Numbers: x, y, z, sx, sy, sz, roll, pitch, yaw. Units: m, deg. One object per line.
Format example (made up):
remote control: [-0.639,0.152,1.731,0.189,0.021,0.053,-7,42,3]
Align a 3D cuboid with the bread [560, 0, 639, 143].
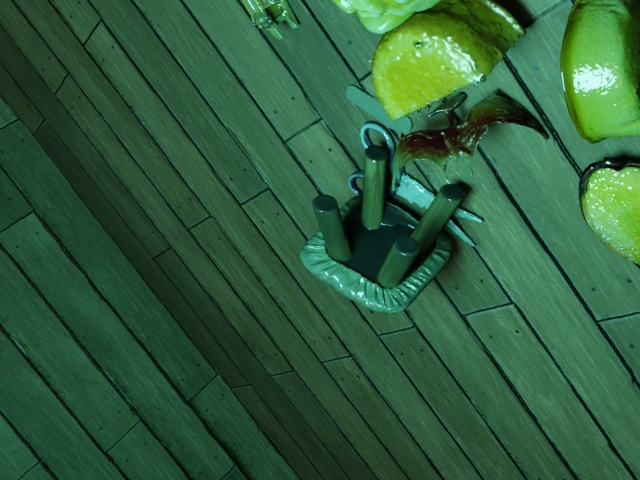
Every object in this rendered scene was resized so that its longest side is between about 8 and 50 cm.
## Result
bread: [0.492,-0.300,1.303,0.148,0.270,0.270,1,124,40]

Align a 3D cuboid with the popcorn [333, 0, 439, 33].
popcorn: [0.100,-0.567,1.415,0.292,0.334,0.293,-15,149,15]

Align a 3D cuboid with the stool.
stool: [0.143,-0.031,1.846,0.310,0.310,0.226,28,141,21]

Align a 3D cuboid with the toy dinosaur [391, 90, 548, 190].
toy dinosaur: [0.287,-0.196,1.671,0.113,0.327,0.207,37,-165,-48]

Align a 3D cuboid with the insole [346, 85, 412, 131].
insole: [0.140,-0.314,1.873,0.192,0.010,0.063,35,142,18]

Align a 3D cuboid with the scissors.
scissors: [0.236,-0.115,1.949,0.383,0.029,0.256,36,144,15]

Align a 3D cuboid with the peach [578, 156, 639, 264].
peach: [0.635,-0.055,1.551,0.189,0.068,0.279,-25,102,46]

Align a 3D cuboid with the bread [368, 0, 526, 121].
bread: [0.218,-0.384,1.558,0.179,0.194,0.340,49,150,-16]

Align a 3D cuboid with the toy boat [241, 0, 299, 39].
toy boat: [-0.149,-0.619,1.816,0.115,0.089,0.310,6,129,55]
